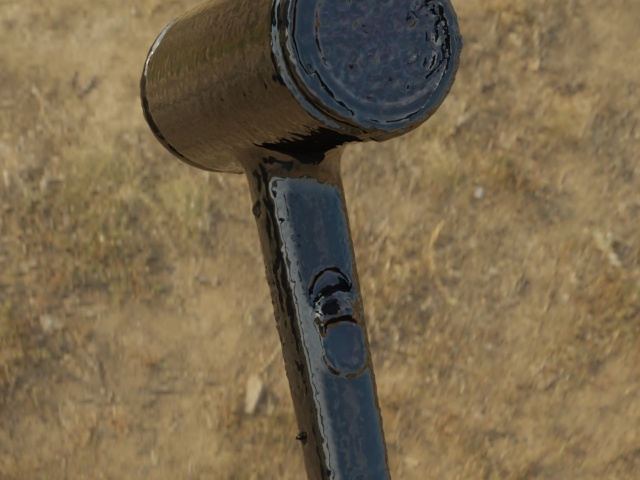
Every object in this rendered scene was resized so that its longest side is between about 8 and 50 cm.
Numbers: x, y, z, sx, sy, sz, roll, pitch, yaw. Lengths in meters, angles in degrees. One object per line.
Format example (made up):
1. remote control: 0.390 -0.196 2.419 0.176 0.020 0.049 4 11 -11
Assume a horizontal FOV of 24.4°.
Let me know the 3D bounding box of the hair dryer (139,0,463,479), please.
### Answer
1. hair dryer: 0.000 0.000 0.675 0.089 0.197 0.251 -11 92 -23
